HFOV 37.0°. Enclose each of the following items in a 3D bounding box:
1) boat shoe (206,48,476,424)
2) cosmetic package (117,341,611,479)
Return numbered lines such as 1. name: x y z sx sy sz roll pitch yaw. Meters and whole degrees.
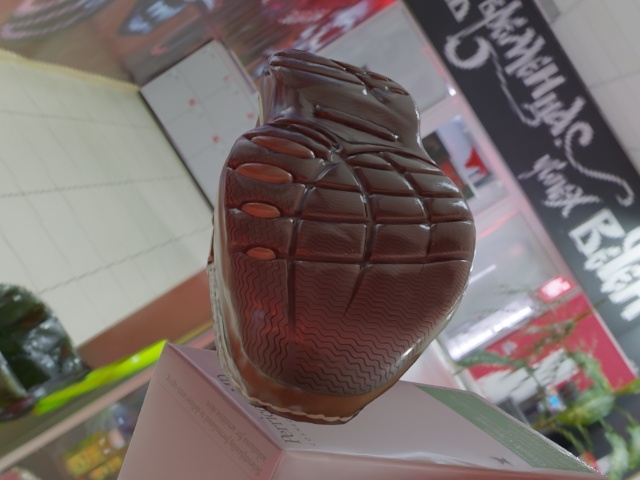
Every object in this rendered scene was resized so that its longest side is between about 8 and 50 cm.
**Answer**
1. boat shoe: 0.000 0.000 0.493 0.123 0.116 0.324 20 25 -5
2. cosmetic package: 0.039 0.211 0.793 0.365 0.155 0.197 16 8 -38
